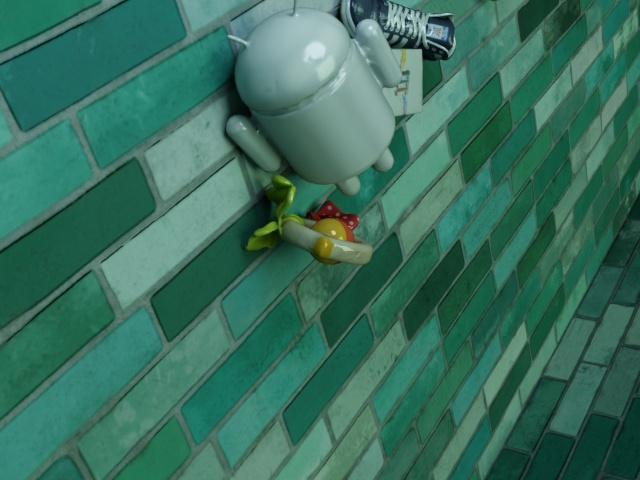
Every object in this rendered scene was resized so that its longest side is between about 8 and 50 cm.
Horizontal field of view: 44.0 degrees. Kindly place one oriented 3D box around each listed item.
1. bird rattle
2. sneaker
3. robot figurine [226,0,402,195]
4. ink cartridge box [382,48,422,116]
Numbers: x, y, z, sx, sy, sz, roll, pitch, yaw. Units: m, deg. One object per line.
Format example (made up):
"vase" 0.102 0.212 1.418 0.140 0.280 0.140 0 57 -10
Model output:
"bird rattle" 0.000 0.000 1.384 0.253 0.207 0.143 22 96 -45
"sneaker" 0.166 -0.424 1.560 0.282 0.153 0.099 13 85 -55
"robot figurine" -0.008 -0.232 1.304 0.300 0.200 0.353 -37 131 0
"ink cartridge box" 0.100 -0.300 1.512 0.176 0.128 0.127 -17 110 -53
